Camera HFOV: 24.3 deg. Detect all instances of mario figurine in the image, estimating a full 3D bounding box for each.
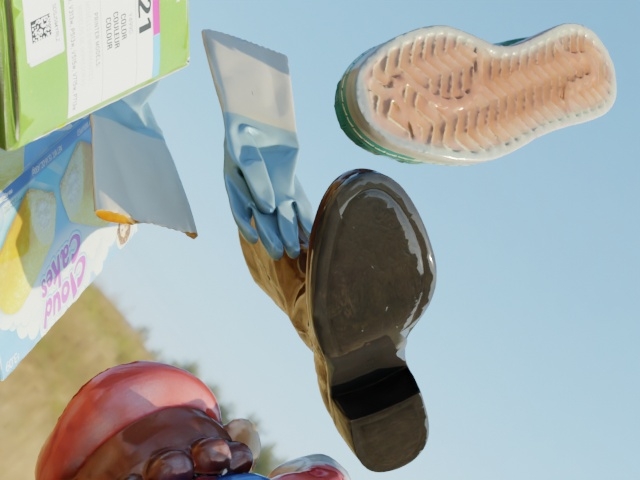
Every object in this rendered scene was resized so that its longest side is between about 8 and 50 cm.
[{"bbox_3d":[-0.041,0.187,0.785,0.198,0.170,0.320,33,-5,-39],"label":"mario figurine"}]

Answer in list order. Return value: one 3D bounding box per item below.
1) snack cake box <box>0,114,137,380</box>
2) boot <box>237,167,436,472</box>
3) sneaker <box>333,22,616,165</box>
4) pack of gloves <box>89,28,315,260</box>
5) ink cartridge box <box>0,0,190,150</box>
[{"bbox_3d":[-0.243,-0.020,1.213,0.089,0.264,0.152,6,-61,16],"label":"snack cake box"},{"bbox_3d":[0.000,0.000,1.153,0.280,0.096,0.264,-123,-167,-50],"label":"boot"},{"bbox_3d":[0.104,-0.103,1.161,0.121,0.302,0.108,-19,-96,44],"label":"sneaker"},{"bbox_3d":[-0.101,-0.077,1.146,0.195,0.046,0.232,16,45,-31],"label":"pack of gloves"},{"bbox_3d":[-0.136,-0.171,0.832,0.189,0.255,0.097,29,-47,31],"label":"ink cartridge box"}]
